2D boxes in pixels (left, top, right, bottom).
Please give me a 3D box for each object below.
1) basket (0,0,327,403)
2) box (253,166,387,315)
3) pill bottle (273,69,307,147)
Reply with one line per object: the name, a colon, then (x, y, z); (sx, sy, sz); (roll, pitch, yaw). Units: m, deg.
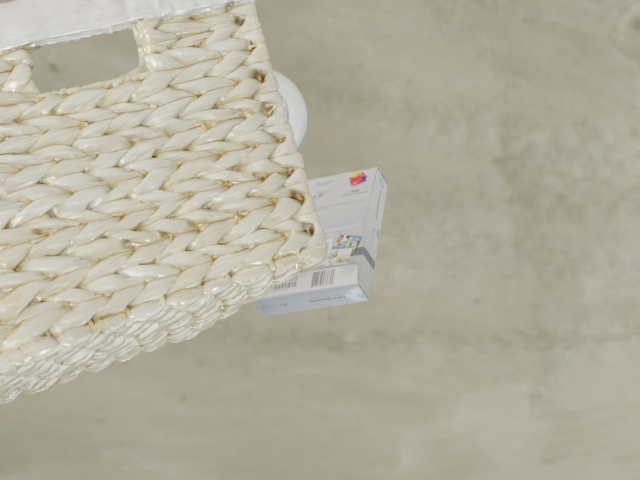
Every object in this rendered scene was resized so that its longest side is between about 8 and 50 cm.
basket: (-0.214, -0.031, 1.070); (0.328, 0.266, 0.331); (-18, 172, -32)
box: (0.000, 0.000, 1.574); (0.145, 0.186, 0.038); (-10, 139, 24)
pill bottle: (-0.090, -0.181, 1.904); (0.146, 0.146, 0.264); (5, -177, -1)
